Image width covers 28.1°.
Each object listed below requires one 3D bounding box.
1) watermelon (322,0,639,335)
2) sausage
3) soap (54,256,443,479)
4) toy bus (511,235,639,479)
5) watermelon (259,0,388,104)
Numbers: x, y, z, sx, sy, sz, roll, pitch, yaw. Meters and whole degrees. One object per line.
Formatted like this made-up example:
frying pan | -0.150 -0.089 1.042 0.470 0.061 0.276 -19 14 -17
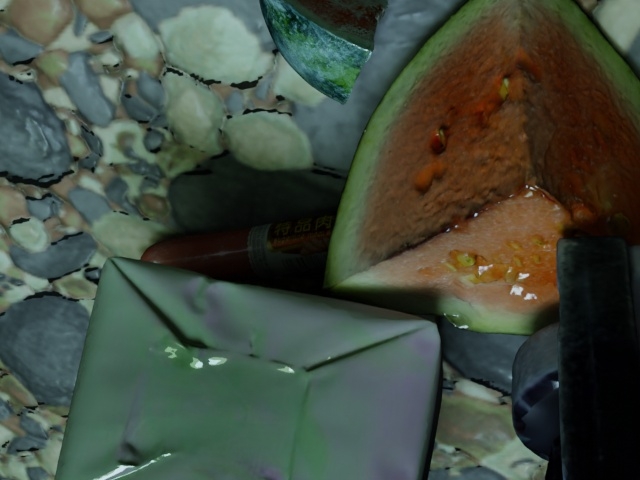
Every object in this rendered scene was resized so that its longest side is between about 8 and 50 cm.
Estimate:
watermelon | 0.112 -0.021 0.646 0.145 0.137 0.193 25 101 -30
sausage | 0.000 0.000 0.741 0.253 0.034 0.034 -10 121 20
soap | -0.029 0.107 0.710 0.182 0.138 0.199 9 166 7
toy bus | 0.225 0.220 0.633 0.250 0.209 0.439 -2 131 9
watermelon | 0.005 -0.115 0.659 0.061 0.085 0.085 -33 117 -12
